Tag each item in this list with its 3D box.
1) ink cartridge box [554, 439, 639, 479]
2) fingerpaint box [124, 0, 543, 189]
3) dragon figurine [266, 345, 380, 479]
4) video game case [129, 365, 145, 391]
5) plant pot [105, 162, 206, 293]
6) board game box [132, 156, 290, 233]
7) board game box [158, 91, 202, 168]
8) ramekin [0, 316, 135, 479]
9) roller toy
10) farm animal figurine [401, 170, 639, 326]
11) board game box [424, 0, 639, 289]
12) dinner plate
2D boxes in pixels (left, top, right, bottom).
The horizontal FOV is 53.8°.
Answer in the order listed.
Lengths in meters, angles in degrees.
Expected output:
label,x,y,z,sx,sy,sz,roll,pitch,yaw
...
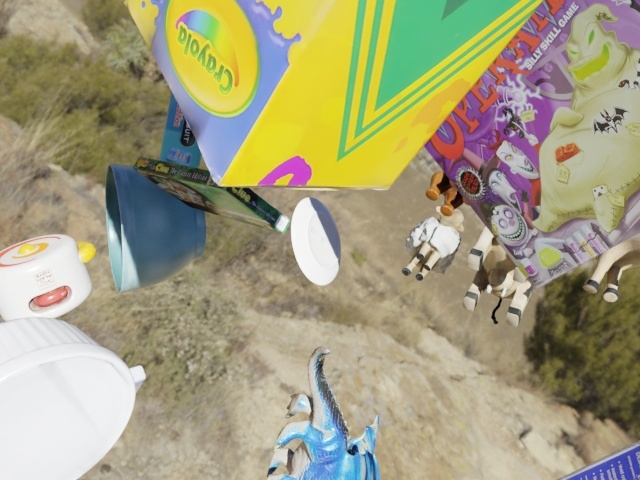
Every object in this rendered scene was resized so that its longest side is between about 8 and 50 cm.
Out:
label,x,y,z,sx,sy,sz,roll,pitch,yaw
ink cartridge box,0.315,0.356,0.716,0.069,0.371,0.175,22,44,-16
fingerpaint box,-0.010,-0.315,0.400,0.163,0.371,0.444,-3,52,-43
dragon figurine,0.022,0.235,0.680,0.144,0.289,0.085,16,20,2
video game case,-0.566,0.382,1.369,0.329,0.300,0.036,-15,69,-33
plant pot,-0.376,-0.035,1.451,0.196,0.293,0.293,-5,46,-24
board game box,-0.177,-0.074,0.996,0.260,0.030,0.136,16,-18,43
board game box,-0.247,-0.305,1.230,0.079,0.335,0.253,10,30,-15
ramekin,-0.408,0.228,0.873,0.127,0.272,0.273,37,8,35
roller toy,-0.595,0.074,1.334,0.191,0.210,0.146,-70,151,-63
farm animal figurine,0.313,-0.011,0.920,0.330,0.326,0.172,30,53,11
board game box,0.213,-0.107,0.488,0.208,0.056,0.347,58,-26,12
dinner plate,0.000,0.000,0.995,0.141,0.017,0.141,26,58,-51
